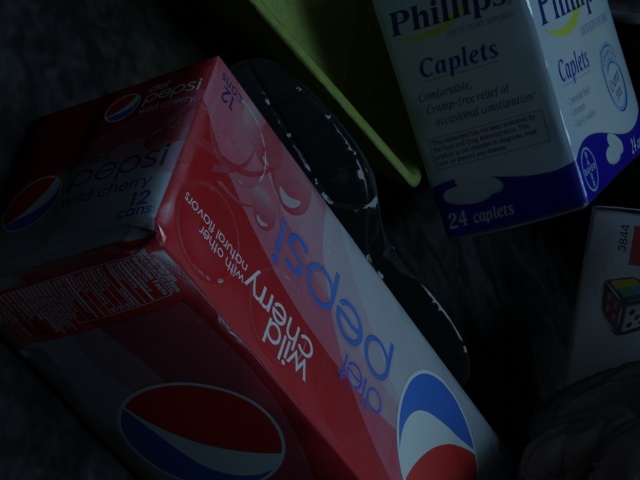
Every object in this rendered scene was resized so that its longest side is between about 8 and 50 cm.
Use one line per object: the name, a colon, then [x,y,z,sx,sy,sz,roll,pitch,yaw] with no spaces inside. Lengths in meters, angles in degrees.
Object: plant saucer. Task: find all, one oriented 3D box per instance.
plant saucer: [-0.011,-0.141,0.763,0.188,0.045,0.188,46,40,-41]

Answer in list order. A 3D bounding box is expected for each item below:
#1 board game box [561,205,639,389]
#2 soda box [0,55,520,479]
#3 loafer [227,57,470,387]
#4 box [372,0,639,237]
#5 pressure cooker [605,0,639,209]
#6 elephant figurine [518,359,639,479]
board game box: [0.165,0.143,0.820,0.193,0.053,0.305,9,91,-59]
soda box: [-0.012,0.061,0.627,0.263,0.083,0.092,53,36,-35]
loafer: [0.000,0.000,0.719,0.170,0.062,0.061,62,-8,-10]
box: [0.092,-0.087,0.795,0.126,0.072,0.137,-34,108,-62]
pressure cooker: [0.301,-0.165,0.982,0.420,0.376,0.369,48,41,-40]
elephant figurine: [0.180,0.163,0.667,0.169,0.186,0.239,-88,157,-81]
